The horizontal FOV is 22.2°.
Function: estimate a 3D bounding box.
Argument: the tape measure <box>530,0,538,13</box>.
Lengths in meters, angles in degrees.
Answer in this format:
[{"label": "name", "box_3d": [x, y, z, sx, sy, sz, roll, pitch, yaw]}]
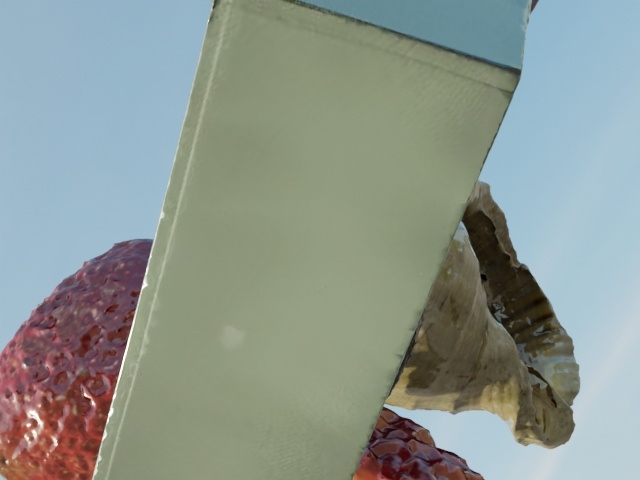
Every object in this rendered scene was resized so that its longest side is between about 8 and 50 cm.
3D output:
[{"label": "tape measure", "box_3d": [0.069, -0.255, 1.348, 0.149, 0.245, 0.231, -89, 13, -58]}]

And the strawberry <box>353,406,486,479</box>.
[{"label": "strawberry", "box_3d": [0.096, 0.271, 1.459, 0.149, 0.336, 0.265, -57, -9, -52]}]

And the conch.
[{"label": "conch", "box_3d": [0.123, 0.071, 1.611, 0.324, 0.186, 0.263, 56, -132, -28]}]

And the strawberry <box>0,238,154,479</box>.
[{"label": "strawberry", "box_3d": [-0.190, 0.147, 1.566, 0.277, 0.257, 0.257, -30, -25, -15]}]

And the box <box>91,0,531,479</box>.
[{"label": "box", "box_3d": [-0.006, -0.007, 0.547, 0.129, 0.086, 0.225, -74, 2, -55]}]

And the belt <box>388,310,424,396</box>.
[{"label": "belt", "box_3d": [0.000, 0.000, 1.275, 0.164, 0.184, 0.289, -70, -19, -88]}]
